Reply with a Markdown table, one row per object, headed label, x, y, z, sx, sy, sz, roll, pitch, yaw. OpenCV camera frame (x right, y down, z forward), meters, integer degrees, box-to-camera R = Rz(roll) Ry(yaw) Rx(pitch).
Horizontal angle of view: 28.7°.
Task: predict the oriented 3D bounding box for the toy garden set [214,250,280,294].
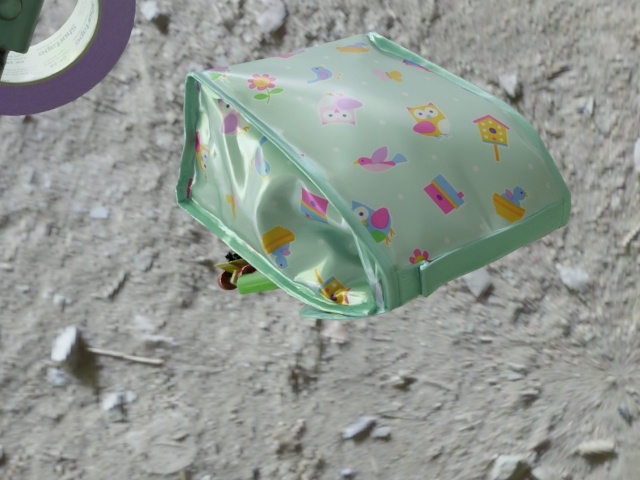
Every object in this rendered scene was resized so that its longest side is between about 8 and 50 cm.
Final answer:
| label | x | y | z | sx | sy | sz | roll | pitch | yaw |
| --- | --- | --- | --- | --- | --- | --- | --- | --- | --- |
| toy garden set | 0.000 | 0.000 | 1.500 | 0.244 | 0.204 | 0.049 | -22 | 95 | -30 |

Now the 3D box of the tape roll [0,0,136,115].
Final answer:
| label | x | y | z | sx | sy | sz | roll | pitch | yaw |
| --- | --- | --- | --- | --- | --- | --- | --- | --- | --- |
| tape roll | -0.364 | -0.288 | 1.484 | 0.275 | 0.275 | 0.090 | -41 | 41 | 6 |

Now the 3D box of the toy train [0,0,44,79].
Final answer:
| label | x | y | z | sx | sy | sz | roll | pitch | yaw |
| --- | --- | --- | --- | --- | --- | --- | --- | --- | --- |
| toy train | -0.319 | -0.296 | 1.186 | 0.190 | 0.142 | 0.334 | 27 | 98 | 45 |

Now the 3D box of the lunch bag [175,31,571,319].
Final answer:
| label | x | y | z | sx | sy | sz | roll | pitch | yaw |
| --- | --- | --- | --- | --- | --- | --- | --- | --- | --- |
| lunch bag | 0.044 | -0.045 | 1.018 | 0.262 | 0.223 | 0.160 | 38 | 133 | 34 |
